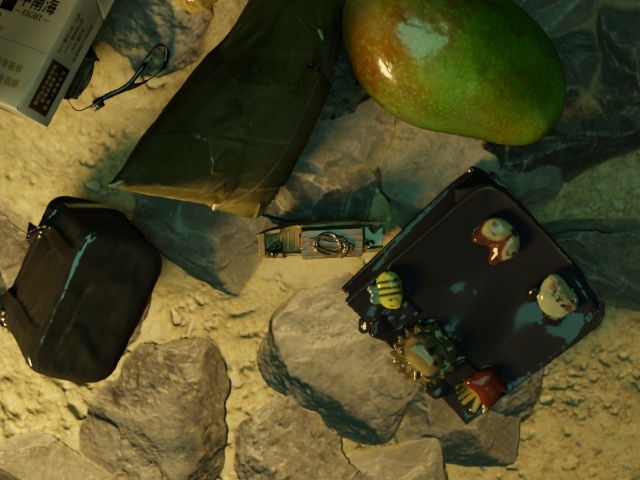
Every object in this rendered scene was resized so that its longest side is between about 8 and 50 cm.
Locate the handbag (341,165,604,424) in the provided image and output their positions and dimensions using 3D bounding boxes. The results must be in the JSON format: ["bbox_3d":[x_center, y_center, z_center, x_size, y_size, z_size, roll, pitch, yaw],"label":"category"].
[{"bbox_3d":[0.236,0.096,1.397,0.329,0.122,0.303,-42,102,7],"label":"handbag"}]

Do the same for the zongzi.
[{"bbox_3d":[-0.112,-0.207,1.181,0.174,0.393,0.356,26,96,15],"label":"zongzi"}]

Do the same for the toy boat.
[{"bbox_3d":[0.000,0.000,1.381,0.201,0.077,0.057,-3,104,-3],"label":"toy boat"}]

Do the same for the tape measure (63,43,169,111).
[{"bbox_3d":[-0.327,-0.261,1.327,0.180,0.107,0.104,-11,138,-37],"label":"tape measure"}]

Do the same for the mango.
[{"bbox_3d":[0.197,-0.256,1.280,0.382,0.201,0.225,29,85,-22],"label":"mango"}]

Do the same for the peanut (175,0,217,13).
[{"bbox_3d":[-0.174,-0.414,1.254,0.094,0.083,0.194,-7,131,-15],"label":"peanut"}]

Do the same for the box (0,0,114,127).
[{"bbox_3d":[-0.393,-0.293,1.235,0.155,0.067,0.242,24,85,28],"label":"box"}]

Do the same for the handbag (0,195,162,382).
[{"bbox_3d":[-0.355,0.069,1.326,0.181,0.181,0.254,18,101,-38],"label":"handbag"}]
